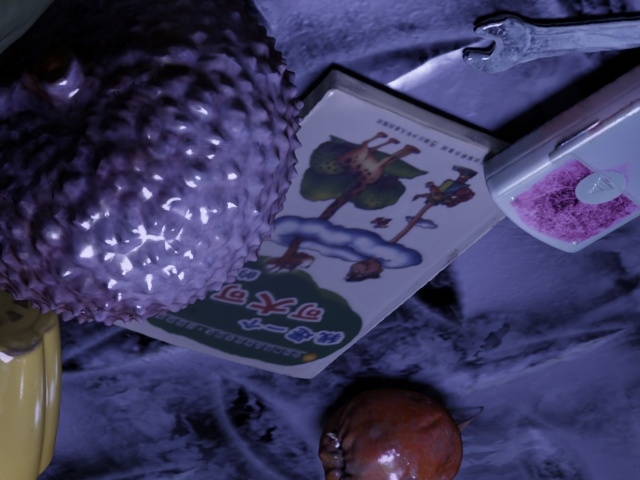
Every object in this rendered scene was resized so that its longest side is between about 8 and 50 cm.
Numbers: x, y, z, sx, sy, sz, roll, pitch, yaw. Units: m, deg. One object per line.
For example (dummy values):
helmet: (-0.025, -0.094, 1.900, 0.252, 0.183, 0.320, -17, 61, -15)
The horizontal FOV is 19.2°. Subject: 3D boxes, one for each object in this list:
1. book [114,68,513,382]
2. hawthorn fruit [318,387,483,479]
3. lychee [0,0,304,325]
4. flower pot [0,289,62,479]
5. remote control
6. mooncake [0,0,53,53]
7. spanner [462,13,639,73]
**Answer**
book: (0.000, 0.000, 1.757, 0.260, 0.043, 0.371, 19, 135, -33)
hawthorn fruit: (0.093, 0.223, 1.985, 0.189, 0.149, 0.149, -4, 143, -5)
lychee: (-0.148, -0.066, 1.442, 0.300, 0.300, 0.300, -5, 143, -4)
flower pot: (-0.325, 0.123, 1.749, 0.195, 0.195, 0.179, 7, 128, -19)
remote control: (0.310, -0.105, 1.637, 0.344, 0.050, 0.145, -31, 139, 25)
mooncake: (-0.320, -0.237, 1.154, 0.351, 0.351, 0.187, 26, 132, -37)
spanner: (0.270, -0.175, 1.600, 0.302, 0.017, 0.071, -5, 143, -4)
